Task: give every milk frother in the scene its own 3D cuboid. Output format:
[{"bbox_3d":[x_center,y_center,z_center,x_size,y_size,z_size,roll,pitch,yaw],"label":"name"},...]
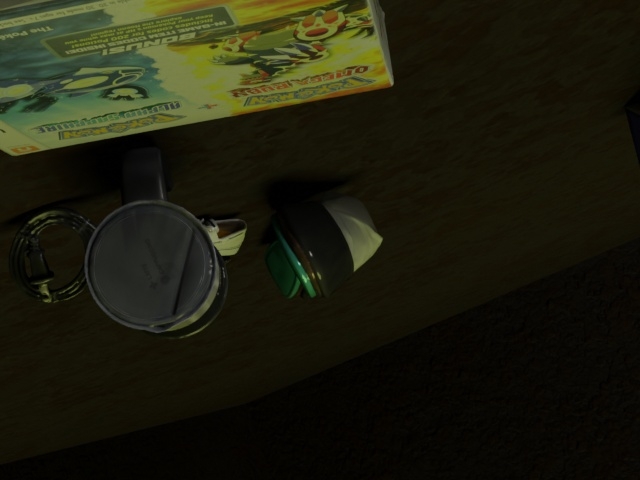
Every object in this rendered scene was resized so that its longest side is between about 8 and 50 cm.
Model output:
[{"bbox_3d":[-0.144,0.017,0.806,0.143,0.129,0.135,-26,173,-4],"label":"milk frother"}]

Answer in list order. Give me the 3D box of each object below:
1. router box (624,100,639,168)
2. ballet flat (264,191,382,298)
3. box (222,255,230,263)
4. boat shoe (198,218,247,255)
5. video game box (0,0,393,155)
[{"bbox_3d":[0.482,-0.104,1.072,0.301,0.082,0.335,-20,-161,0],"label":"router box"},{"bbox_3d":[0.000,0.000,1.124,0.096,0.095,0.280,-29,-179,-7],"label":"ballet flat"},{"bbox_3d":[-0.137,0.031,1.187,0.067,0.018,0.083,-13,167,-33],"label":"box"},{"bbox_3d":[-0.105,-0.005,1.046,0.100,0.035,0.035,-4,134,-45],"label":"boat shoe"},{"bbox_3d":[-0.077,-0.092,0.514,0.205,0.048,0.187,-10,173,7],"label":"video game box"}]
